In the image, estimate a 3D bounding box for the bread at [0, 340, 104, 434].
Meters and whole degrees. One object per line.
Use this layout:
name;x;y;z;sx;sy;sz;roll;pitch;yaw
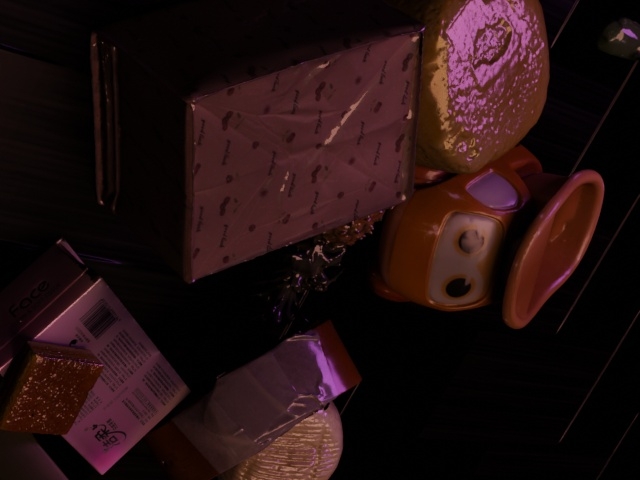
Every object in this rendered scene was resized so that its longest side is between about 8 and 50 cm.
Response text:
bread;-0.281;0.152;1.543;0.090;0.035;0.094;12;113;-47

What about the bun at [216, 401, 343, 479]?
bun;-0.057;0.261;1.955;0.164;0.111;0.188;2;121;-23

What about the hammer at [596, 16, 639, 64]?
hammer;0.505;-0.258;2.087;0.335;0.119;0.206;6;114;-40

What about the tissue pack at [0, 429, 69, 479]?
tissue pack;-0.327;0.314;1.619;0.159;0.234;0.125;-39;138;-14

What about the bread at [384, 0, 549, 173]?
bread;0.150;-0.206;1.717;0.270;0.148;0.270;-18;114;-45

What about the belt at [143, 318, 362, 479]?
belt;-0.082;0.194;1.781;0.261;0.105;0.184;-30;180;4

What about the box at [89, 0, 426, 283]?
box;-0.063;-0.128;1.557;0.297;0.190;0.225;-22;133;-32

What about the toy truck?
toy truck;0.202;-0.021;1.876;0.288;0.211;0.204;-28;138;-48

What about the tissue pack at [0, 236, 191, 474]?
tissue pack;-0.264;0.132;1.646;0.148;0.092;0.246;-43;141;-11

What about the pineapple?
pineapple;0.000;0.000;1.791;0.125;0.125;0.251;8;119;-48
